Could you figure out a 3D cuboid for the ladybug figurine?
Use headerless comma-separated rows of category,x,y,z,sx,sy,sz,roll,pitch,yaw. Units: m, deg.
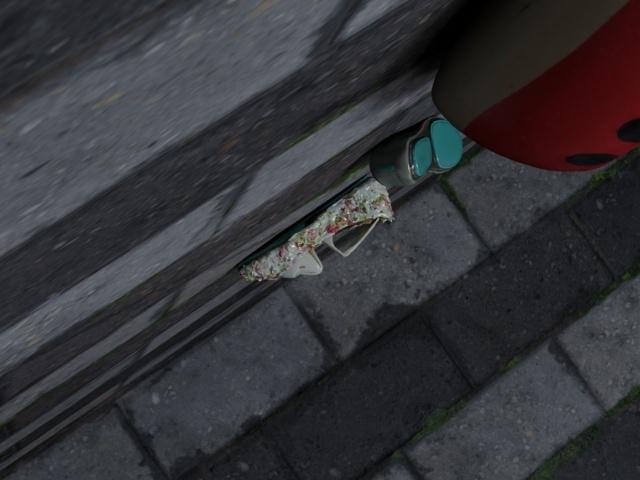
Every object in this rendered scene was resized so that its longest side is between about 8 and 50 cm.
ladybug figurine,0.254,-0.173,0.977,0.305,0.162,0.449,-34,177,-16

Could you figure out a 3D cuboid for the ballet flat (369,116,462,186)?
ballet flat,0.114,-0.110,1.508,0.068,0.072,0.213,-7,-172,24

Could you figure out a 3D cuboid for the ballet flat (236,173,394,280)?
ballet flat,0.000,0.000,1.691,0.241,0.077,0.091,-35,178,-4
